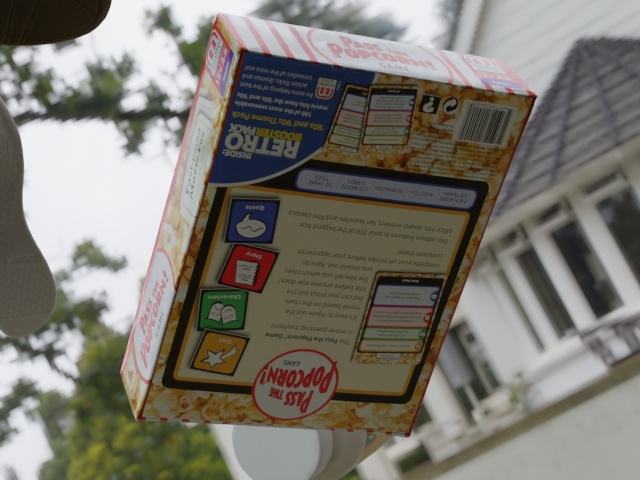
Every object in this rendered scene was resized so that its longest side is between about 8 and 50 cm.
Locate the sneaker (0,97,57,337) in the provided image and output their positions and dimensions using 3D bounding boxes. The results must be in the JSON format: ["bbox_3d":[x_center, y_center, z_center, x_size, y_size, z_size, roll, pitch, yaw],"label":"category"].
[{"bbox_3d":[-0.353,-0.049,1.466,0.105,0.147,0.295,-36,-47,-31],"label":"sneaker"}]

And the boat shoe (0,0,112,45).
[{"bbox_3d":[-0.244,-0.177,0.965,0.224,0.073,0.080,2,-54,-24],"label":"boat shoe"}]

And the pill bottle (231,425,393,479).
[{"bbox_3d":[0.003,0.158,1.409,0.118,0.117,0.208,-32,-5,25],"label":"pill bottle"}]

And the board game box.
[{"bbox_3d":[0.000,0.000,0.718,0.147,0.045,0.193,7,-63,-23],"label":"board game box"}]
